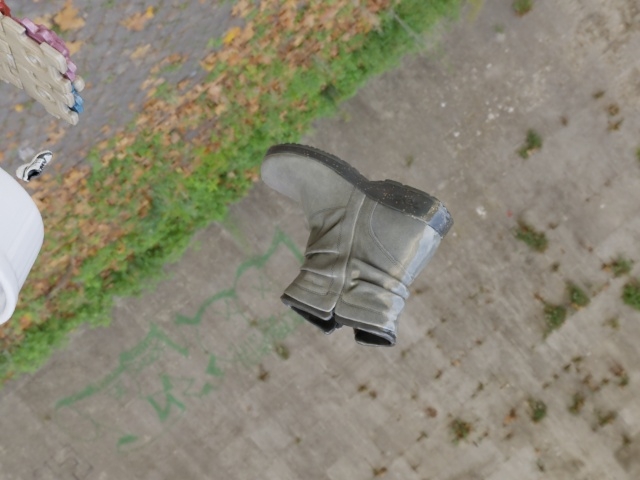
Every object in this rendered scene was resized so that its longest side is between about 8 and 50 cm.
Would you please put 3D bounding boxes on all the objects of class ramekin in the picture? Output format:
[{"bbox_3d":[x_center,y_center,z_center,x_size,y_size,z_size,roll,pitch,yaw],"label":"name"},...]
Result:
[{"bbox_3d":[-0.523,-0.012,0.967,0.277,0.277,0.135,-40,-155,44],"label":"ramekin"}]

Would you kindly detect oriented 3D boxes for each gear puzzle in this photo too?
[{"bbox_3d":[-0.412,-0.272,0.816,0.044,0.339,0.175,-55,180,-21],"label":"gear puzzle"}]

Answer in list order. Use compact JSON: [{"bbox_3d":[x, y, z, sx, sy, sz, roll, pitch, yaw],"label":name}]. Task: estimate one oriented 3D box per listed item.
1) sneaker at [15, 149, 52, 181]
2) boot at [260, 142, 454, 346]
[{"bbox_3d":[-0.567,-0.147,1.418,0.083,0.037,0.032,-47,154,-26],"label":"sneaker"},{"bbox_3d":[0.000,0.000,0.728,0.161,0.246,0.083,-58,146,-13],"label":"boot"}]
